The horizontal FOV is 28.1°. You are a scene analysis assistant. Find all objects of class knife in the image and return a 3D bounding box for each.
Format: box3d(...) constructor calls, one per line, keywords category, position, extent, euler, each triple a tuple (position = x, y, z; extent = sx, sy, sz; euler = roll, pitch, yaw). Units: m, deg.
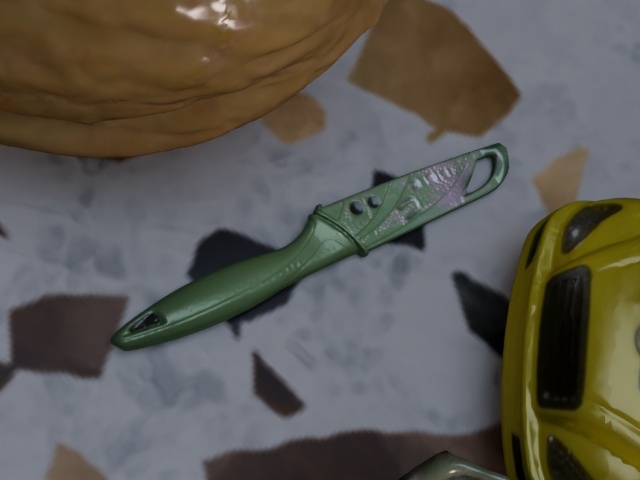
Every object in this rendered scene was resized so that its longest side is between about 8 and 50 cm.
box3d(category="knife", position=(0.000, 0.000, 0.569), extent=(0.207, 0.014, 0.030), euler=(-24, 81, -20))

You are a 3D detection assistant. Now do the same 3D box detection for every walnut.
box3d(category="walnut", position=(-0.094, -0.144, 0.479), extent=(0.261, 0.225, 0.224), euler=(25, 70, -4))

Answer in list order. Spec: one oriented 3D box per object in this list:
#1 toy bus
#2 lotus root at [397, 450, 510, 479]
box3d(category="toy bus", position=(0.248, 0.067, 0.534), extent=(0.330, 0.152, 0.144), euler=(11, 73, -10))
box3d(category="lotus root", position=(0.076, 0.195, 0.467), extent=(0.235, 0.138, 0.119), euler=(44, 65, 2))
